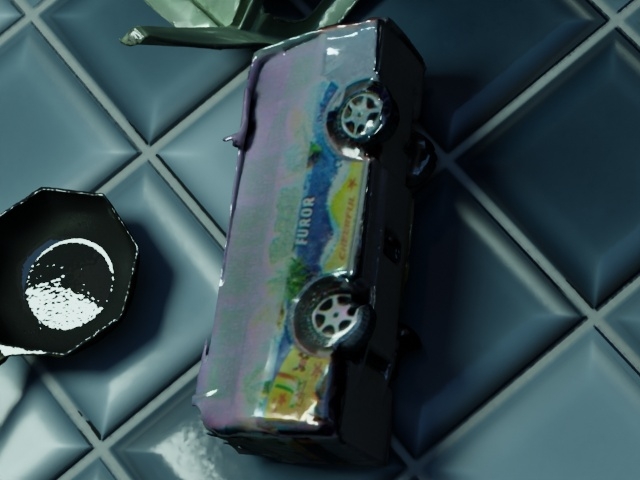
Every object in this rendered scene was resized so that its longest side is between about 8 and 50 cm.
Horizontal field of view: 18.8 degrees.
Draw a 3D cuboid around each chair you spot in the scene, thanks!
[{"bbox_3d":[-0.072,-0.253,1.453,0.203,0.275,0.190,43,108,22],"label":"chair"}]

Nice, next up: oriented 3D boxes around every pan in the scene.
[{"bbox_3d":[-0.226,0.049,1.447,0.202,0.048,0.128,-33,65,-2],"label":"pan"}]

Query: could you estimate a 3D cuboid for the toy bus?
[{"bbox_3d":[0.000,0.000,1.386,0.138,0.112,0.317,-2,68,24],"label":"toy bus"}]
